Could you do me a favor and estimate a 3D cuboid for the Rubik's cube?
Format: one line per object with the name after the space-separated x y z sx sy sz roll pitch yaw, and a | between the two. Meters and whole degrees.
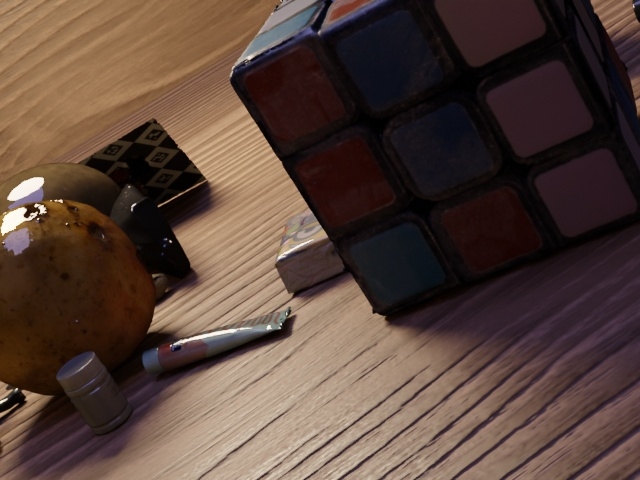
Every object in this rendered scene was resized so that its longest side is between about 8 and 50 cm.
0.151 -0.183 1.280 0.359 0.362 0.363 -23 22 20 | Rubik's cube

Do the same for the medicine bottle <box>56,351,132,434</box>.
-0.284 0.192 1.384 0.058 0.091 0.058 -26 19 10 | medicine bottle

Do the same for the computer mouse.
-0.293 -0.008 1.821 0.088 0.147 0.264 -35 18 -14 | computer mouse

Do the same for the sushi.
-0.399 -0.128 2.132 0.294 0.059 0.292 -28 -23 6 | sushi

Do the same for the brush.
-0.362 0.142 1.708 0.299 0.039 0.042 -35 20 -11 | brush

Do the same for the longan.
-0.475 -0.014 1.938 0.300 0.243 0.300 -6 9 1 | longan

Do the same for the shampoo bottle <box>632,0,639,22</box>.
0.576 -0.377 1.596 0.246 0.079 0.080 -18 22 32 | shampoo bottle

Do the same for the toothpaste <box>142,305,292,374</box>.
-0.133 0.129 1.417 0.205 0.036 0.056 -19 20 17 | toothpaste

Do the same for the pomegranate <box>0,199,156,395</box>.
-0.375 0.079 1.540 0.281 0.281 0.281 -26 19 10 | pomegranate

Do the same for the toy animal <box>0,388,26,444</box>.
-0.502 0.245 1.589 0.269 0.082 0.137 2 40 51 | toy animal

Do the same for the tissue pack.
0.000 0.000 1.506 0.109 0.060 0.148 -23 21 16 | tissue pack
